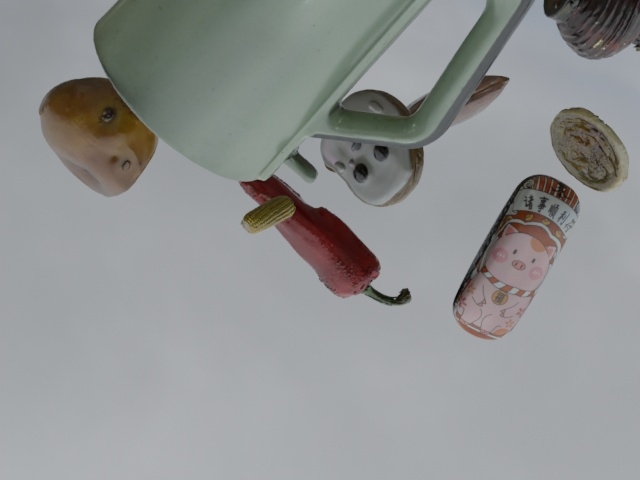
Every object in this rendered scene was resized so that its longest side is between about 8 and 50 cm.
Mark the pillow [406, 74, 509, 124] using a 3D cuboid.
[{"bbox_3d":[0.257,-0.272,2.387,0.223,0.084,0.236,-21,-176,-8],"label":"pillow"}]

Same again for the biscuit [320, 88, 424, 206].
[{"bbox_3d":[0.082,-0.153,1.935,0.049,0.181,0.208,-5,-134,-44],"label":"biscuit"}]

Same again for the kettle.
[{"bbox_3d":[0.006,-0.241,1.257,0.361,0.376,0.250,44,-157,-4],"label":"kettle"}]

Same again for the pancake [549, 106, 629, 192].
[{"bbox_3d":[0.368,-0.124,1.606,0.022,0.139,0.139,-35,-139,-21],"label":"pancake"}]

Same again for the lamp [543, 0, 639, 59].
[{"bbox_3d":[0.568,-0.470,2.310,0.247,0.247,0.247,7,-158,-3],"label":"lamp"}]

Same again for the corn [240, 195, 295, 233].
[{"bbox_3d":[-0.073,-0.037,1.668,0.037,0.037,0.092,26,-139,36],"label":"corn"}]

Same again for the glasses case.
[{"bbox_3d":[0.292,0.027,1.755,0.103,0.267,0.067,23,-166,-18],"label":"glasses case"}]

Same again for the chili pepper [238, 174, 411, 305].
[{"bbox_3d":[0.000,0.000,2.078,0.387,0.110,0.110,44,-157,-6],"label":"chili pepper"}]

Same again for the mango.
[{"bbox_3d":[-0.330,-0.165,1.716,0.166,0.136,0.236,44,159,-18],"label":"mango"}]
